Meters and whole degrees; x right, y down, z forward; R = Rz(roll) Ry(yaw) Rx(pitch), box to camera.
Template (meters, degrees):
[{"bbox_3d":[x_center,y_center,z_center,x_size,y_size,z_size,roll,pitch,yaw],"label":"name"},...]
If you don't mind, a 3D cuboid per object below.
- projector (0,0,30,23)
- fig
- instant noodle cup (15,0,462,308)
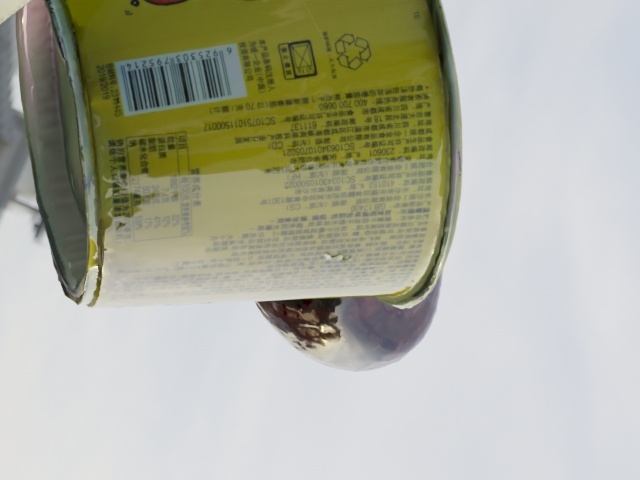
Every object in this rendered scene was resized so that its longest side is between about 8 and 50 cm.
[{"bbox_3d":[-0.250,-0.253,1.114,0.259,0.079,0.257,-25,-130,46],"label":"projector"},{"bbox_3d":[-0.007,0.006,1.459,0.249,0.186,0.204,16,-62,38],"label":"fig"},{"bbox_3d":[-0.073,-0.089,1.156,0.325,0.254,0.326,170,-90,-72],"label":"instant noodle cup"}]
